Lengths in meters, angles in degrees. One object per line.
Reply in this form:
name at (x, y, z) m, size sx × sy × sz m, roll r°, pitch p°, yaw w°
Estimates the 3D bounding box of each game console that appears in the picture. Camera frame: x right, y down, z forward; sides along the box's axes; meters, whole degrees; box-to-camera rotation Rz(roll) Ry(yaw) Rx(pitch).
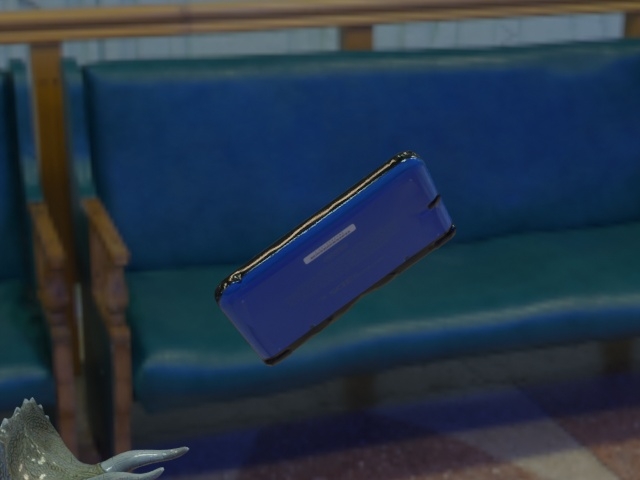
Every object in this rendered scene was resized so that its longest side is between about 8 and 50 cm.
game console at (0.000, 0.000, 1.670) m, size 0.293 × 0.250 × 0.173 m, roll -36°, pitch 51°, yaw -3°

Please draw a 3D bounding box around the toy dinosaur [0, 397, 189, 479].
toy dinosaur at (-0.244, 0.150, 0.715) m, size 0.313 × 0.160 × 0.121 m, roll 8°, pitch 20°, yaw -26°
